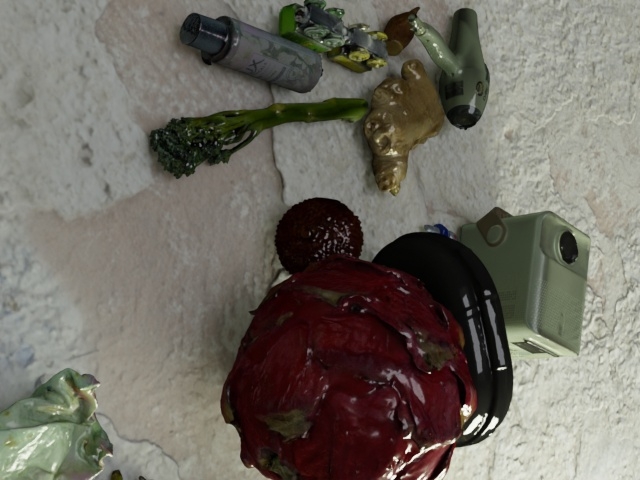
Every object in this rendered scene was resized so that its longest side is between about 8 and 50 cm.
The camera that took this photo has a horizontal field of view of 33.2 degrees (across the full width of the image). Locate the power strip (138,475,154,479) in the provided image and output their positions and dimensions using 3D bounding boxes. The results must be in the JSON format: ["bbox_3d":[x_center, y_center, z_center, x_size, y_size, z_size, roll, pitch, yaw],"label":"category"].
[{"bbox_3d":[-0.159,0.420,1.278,0.064,0.044,0.305,-23,98,-43],"label":"power strip"}]

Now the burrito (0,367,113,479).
[{"bbox_3d":[-0.322,0.236,1.128,0.229,0.089,0.144,-36,121,-41],"label":"burrito"}]

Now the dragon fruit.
[{"bbox_3d":[0.039,0.179,1.333,0.329,0.329,0.329,10,75,-43],"label":"dragon fruit"}]

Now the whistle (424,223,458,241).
[{"bbox_3d":[0.192,-0.012,1.713,0.083,0.029,0.033,21,31,-45],"label":"whistle"}]

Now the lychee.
[{"bbox_3d":[0.003,0.002,1.465,0.129,0.123,0.123,26,65,-48],"label":"lychee"}]

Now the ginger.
[{"bbox_3d":[0.117,-0.178,1.642,0.137,0.074,0.213,50,58,-26],"label":"ginger"}]

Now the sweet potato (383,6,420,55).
[{"bbox_3d":[0.133,-0.337,1.701,0.049,0.049,0.117,52,51,-24],"label":"sweet potato"}]

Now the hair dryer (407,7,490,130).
[{"bbox_3d":[0.212,-0.324,1.746,0.225,0.088,0.219,56,34,-31],"label":"hair dryer"}]

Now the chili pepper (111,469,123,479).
[{"bbox_3d":[-0.224,0.371,1.227,0.049,0.043,0.208,-12,90,-32],"label":"chili pepper"}]

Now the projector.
[{"bbox_3d":[0.319,0.065,1.717,0.163,0.177,0.242,29,62,-39],"label":"projector"}]

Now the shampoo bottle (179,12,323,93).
[{"bbox_3d":[-0.093,-0.255,1.452,0.214,0.072,0.072,13,74,-43],"label":"shampoo bottle"}]

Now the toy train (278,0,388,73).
[{"bbox_3d":[0.021,-0.295,1.566,0.202,0.081,0.060,16,72,-49],"label":"toy train"}]

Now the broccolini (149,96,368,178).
[{"bbox_3d":[-0.068,-0.144,1.469,0.392,0.074,0.079,-13,50,-46],"label":"broccolini"}]

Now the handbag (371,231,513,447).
[{"bbox_3d":[0.159,0.139,1.497,0.093,0.254,0.308,-10,89,-32],"label":"handbag"}]
